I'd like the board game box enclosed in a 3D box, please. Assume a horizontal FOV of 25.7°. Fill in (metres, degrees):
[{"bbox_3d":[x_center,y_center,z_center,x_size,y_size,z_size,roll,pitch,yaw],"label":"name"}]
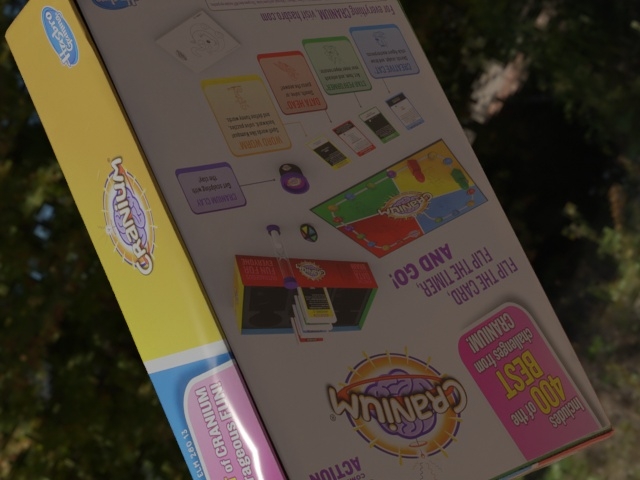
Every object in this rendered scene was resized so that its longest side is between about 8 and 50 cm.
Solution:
[{"bbox_3d":[0.000,0.000,0.752,0.242,0.316,0.064,-12,-18,-44],"label":"board game box"}]
